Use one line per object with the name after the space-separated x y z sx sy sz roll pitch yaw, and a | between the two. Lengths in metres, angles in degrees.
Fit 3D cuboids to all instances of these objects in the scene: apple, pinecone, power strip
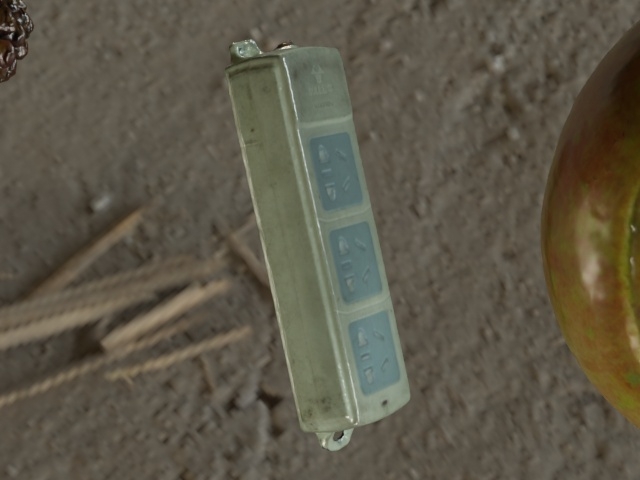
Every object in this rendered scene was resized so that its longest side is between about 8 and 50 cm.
0.230 -0.011 0.789 0.246 0.246 0.226 -11 13 18 | apple
-0.208 -0.122 0.989 0.077 0.077 0.083 12 19 32 | pinecone
0.000 0.000 1.063 0.052 0.078 0.272 -11 92 34 | power strip
